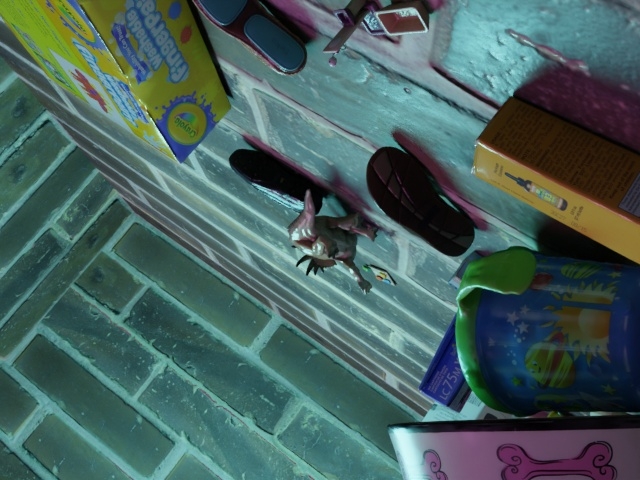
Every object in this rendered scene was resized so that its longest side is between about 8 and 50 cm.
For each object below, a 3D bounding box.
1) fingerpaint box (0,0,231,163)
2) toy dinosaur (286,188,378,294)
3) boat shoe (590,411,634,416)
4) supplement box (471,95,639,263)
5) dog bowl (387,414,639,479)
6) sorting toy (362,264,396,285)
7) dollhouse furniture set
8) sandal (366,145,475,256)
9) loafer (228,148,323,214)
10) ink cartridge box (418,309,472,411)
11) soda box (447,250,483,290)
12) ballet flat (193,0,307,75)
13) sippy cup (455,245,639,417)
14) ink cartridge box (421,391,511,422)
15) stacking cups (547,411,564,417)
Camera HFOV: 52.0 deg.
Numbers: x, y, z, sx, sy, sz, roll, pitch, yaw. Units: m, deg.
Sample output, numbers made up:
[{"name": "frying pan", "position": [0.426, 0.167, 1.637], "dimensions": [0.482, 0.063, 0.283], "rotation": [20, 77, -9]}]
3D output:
[{"name": "fingerpaint box", "position": [-0.377, -0.373, 1.075], "dimensions": [0.371, 0.163, 0.445], "rotation": [33, 165, 19]}, {"name": "toy dinosaur", "position": [0.000, 0.000, 1.339], "dimensions": [0.200, 0.127, 0.295], "rotation": [13, 163, 39]}, {"name": "boat shoe", "position": [0.563, 0.366, 1.170], "dimensions": [0.285, 0.092, 0.103], "rotation": [28, 172, -35]}, {"name": "supplement box", "position": [0.276, -0.058, 0.680], "dimensions": [0.233, 0.080, 0.078], "rotation": [30, 163, 20]}, {"name": "dog bowl", "position": [0.295, 0.308, 0.859], "dimensions": [0.408, 0.150, 0.408], "rotation": [-2, 164, -1]}, {"name": "sorting toy", "position": [0.136, 0.081, 1.557], "dimensions": [0.083, 0.012, 0.062], "rotation": [21, 158, 47]}, {"name": "dollhouse furniture set", "position": [0.045, -0.229, 0.687], "dimensions": [0.114, 0.081, 0.091], "rotation": [18, 156, 52]}, {"name": "sandal", "position": [0.150, -0.058, 1.007], "dimensions": [0.219, 0.090, 0.060], "rotation": [36, -171, -22]}, {"name": "loafer", "position": [-0.095, -0.117, 1.367], "dimensions": [0.223, 0.076, 0.078], "rotation": [30, 156, 14]}, {"name": "ink cartridge box", "position": [0.271, 0.229, 1.253], "dimensions": [0.065, 0.186, 0.311], "rotation": [27, 172, 25]}, {"name": "soda box", "position": [0.311, 0.098, 1.111], "dimensions": [0.183, 0.058, 0.063], "rotation": [37, 166, 6]}, {"name": "ballet flat", "position": [-0.105, -0.295, 0.873], "dimensions": [0.206, 0.073, 0.067], "rotation": [45, 178, -14]}, {"name": "sippy cup", "position": [0.334, 0.121, 0.846], "dimensions": [0.305, 0.240, 0.224], "rotation": [-5, 179, -35]}, {"name": "ink cartridge box", "position": [0.380, 0.469, 1.724], "dimensions": [0.100, 0.237, 0.172], "rotation": [44, 164, -22]}, {"name": "stacking cups", "position": [0.650, 0.493, 1.461], "dimensions": [0.316, 0.096, 0.096], "rotation": [24, 160, 38]}]
